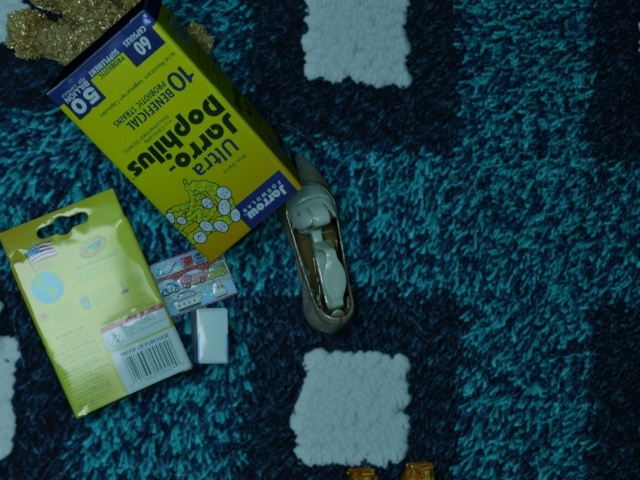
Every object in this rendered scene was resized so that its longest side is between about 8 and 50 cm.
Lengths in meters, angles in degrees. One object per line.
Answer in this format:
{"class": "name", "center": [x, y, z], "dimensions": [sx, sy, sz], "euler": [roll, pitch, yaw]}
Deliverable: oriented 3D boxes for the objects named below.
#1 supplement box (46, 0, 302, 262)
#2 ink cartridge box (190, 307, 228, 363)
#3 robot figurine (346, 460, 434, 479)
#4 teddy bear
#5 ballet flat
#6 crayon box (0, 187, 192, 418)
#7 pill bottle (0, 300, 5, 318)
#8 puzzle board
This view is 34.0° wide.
{"class": "supplement box", "center": [-0.218, -0.177, 1.624], "dimensions": [0.194, 0.195, 0.356], "euler": [-39, 110, 9]}
{"class": "ink cartridge box", "center": [-0.181, 0.157, 1.703], "dimensions": [0.052, 0.122, 0.088], "euler": [-1, 83, -10]}
{"class": "robot figurine", "center": [0.128, 0.524, 1.754], "dimensions": [0.211, 0.085, 0.291], "euler": [-4, 84, -11]}
{"class": "teddy bear", "center": [-0.347, -0.331, 1.726], "dimensions": [0.338, 0.113, 0.245], "euler": [39, 78, -7]}
{"class": "ballet flat", "center": [0.000, 0.000, 1.774], "dimensions": [0.108, 0.106, 0.316], "euler": [-15, 87, -16]}
{"class": "crayon box", "center": [-0.361, 0.100, 1.684], "dimensions": [0.202, 0.081, 0.318], "euler": [-23, 90, -14]}
{"class": "pill bottle", "center": [-0.605, 0.106, 1.604], "dimensions": [0.209, 0.119, 0.119], "euler": [26, 78, -10]}
{"class": "puzzle board", "center": [-0.213, 0.066, 1.762], "dimensions": [0.128, 0.011, 0.096], "euler": [-20, 89, -15]}
